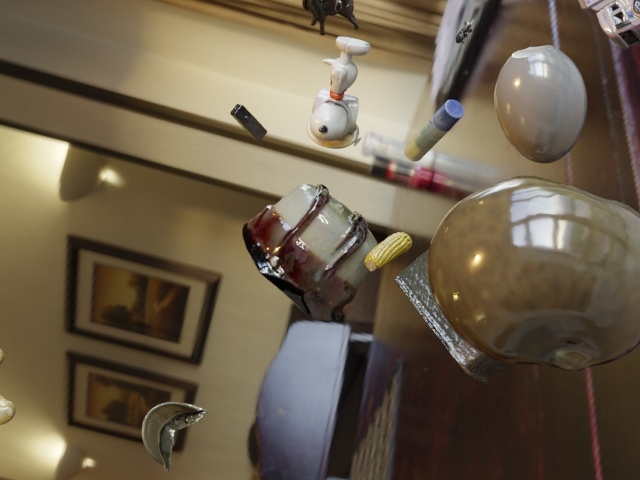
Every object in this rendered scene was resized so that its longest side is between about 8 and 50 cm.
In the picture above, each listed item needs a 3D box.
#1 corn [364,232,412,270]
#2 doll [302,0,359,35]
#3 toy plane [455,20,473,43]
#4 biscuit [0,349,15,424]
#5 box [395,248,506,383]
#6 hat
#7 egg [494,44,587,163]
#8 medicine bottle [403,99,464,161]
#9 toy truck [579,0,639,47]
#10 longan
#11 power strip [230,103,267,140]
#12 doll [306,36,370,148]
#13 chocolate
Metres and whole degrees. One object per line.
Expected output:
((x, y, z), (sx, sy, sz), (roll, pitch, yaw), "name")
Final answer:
((0.105, 0.017, 1.290), (0.092, 0.037, 0.037), (-36, -23, -37), "corn")
((0.023, -0.612, 2.162), (0.165, 0.139, 0.057), (76, -175, -55), "doll")
((0.386, -0.558, 2.234), (0.078, 0.031, 0.083), (-47, -11, -32), "toy plane")
((-0.692, 0.258, 1.620), (0.030, 0.153, 0.234), (113, 141, -75), "biscuit")
((0.309, 0.152, 1.784), (0.143, 0.273, 0.184), (-41, -29, 10), "box")
((-0.369, 0.424, 1.921), (0.144, 0.173, 0.166), (12, 63, 47), "hat")
((0.436, -0.264, 1.640), (0.176, 0.176, 0.232), (-81, -26, -61), "egg")
((0.297, -0.287, 2.198), (0.231, 0.059, 0.059), (133, 154, -56), "medicine bottle")
((0.675, -0.571, 1.911), (0.155, 0.124, 0.268), (-27, 65, 31), "toy truck")
((0.333, 0.045, 1.232), (0.288, 0.350, 0.288), (10, -90, -77), "longan")
((-0.183, -0.303, 2.131), (0.029, 0.111, 0.038), (20, 71, 52), "power strip")
((0.056, -0.358, 2.046), (0.208, 0.144, 0.271), (-48, -25, -82), "doll")
((0.000, 0.000, 1.677), (0.186, 0.283, 0.283), (-46, 14, 20), "chocolate")
